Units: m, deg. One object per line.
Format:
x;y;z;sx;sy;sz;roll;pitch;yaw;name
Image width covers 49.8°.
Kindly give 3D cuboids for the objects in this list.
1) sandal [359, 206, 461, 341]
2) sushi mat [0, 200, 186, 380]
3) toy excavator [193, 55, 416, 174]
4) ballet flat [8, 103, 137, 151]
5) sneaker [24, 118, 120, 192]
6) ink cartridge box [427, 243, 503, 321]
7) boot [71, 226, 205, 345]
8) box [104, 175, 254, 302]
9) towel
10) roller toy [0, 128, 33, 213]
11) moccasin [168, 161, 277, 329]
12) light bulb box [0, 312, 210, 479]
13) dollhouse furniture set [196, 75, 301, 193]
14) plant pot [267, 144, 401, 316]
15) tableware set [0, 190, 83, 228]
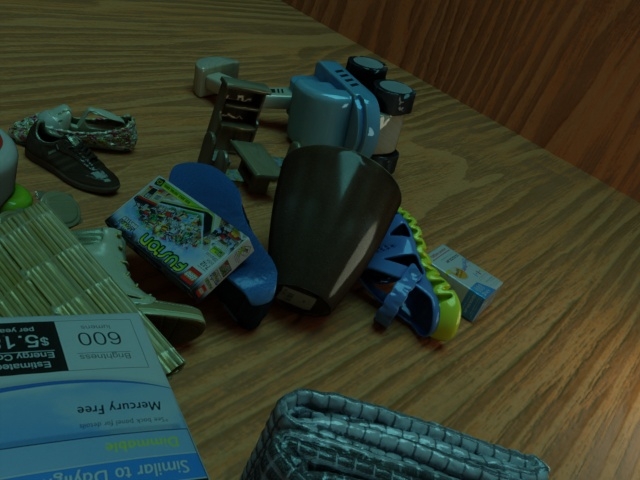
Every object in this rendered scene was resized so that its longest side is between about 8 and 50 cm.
0.123;0.045;1.229;0.138;0.126;0.317;-3;43;-27;sandal
-0.317;0.090;0.843;0.151;0.019;0.316;-40;68;-19;sushi mat
-0.052;-0.348;1.724;0.445;0.222;0.433;-5;37;-28;toy excavator
-0.464;-0.221;1.317;0.241;0.077;0.091;-2;38;-37;ballet flat
-0.437;-0.148;1.216;0.188;0.071;0.066;25;28;4;sneaker
0.252;0.070;1.354;0.181;0.061;0.104;34;30;20;ink cartridge box
-0.267;0.061;0.954;0.213;0.077;0.165;7;44;-20;boot
-0.209;-0.007;1.012;0.207;0.036;0.114;33;65;29;box
0.053;0.288;0.664;0.284;0.235;0.121;20;32;-4;towel
-0.538;-0.097;0.979;0.191;0.146;0.209;35;31;21;roller toy
-0.178;0.005;1.110;0.138;0.117;0.342;-6;43;-22;moccasin
-0.271;0.255;0.494;0.358;0.225;0.361;1;34;-35;light bulb box
-0.142;-0.213;1.446;0.212;0.161;0.242;2;35;-34;dollhouse furniture set
0.000;0.000;1.133;0.215;0.215;0.230;22;62;-3;plant pot
-0.386;0.003;0.991;0.141;0.020;0.168;-22;79;-52;tableware set
